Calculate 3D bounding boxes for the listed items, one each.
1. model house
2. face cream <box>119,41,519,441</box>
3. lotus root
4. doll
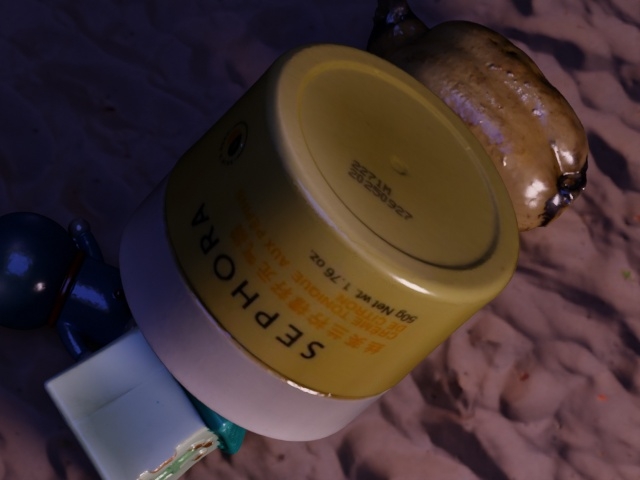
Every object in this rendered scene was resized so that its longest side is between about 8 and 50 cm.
[{"bbox_3d":[-0.104,0.111,1.370,0.149,0.127,0.100,-35,78,-6],"label":"model house"},{"bbox_3d":[0.000,0.000,1.325,0.218,0.179,0.218,28,38,-25],"label":"face cream"},{"bbox_3d":[0.106,-0.096,1.441,0.221,0.118,0.125,43,45,13],"label":"lotus root"},{"bbox_3d":[-0.198,0.031,1.417,0.152,0.085,0.114,22,60,-6],"label":"doll"}]
